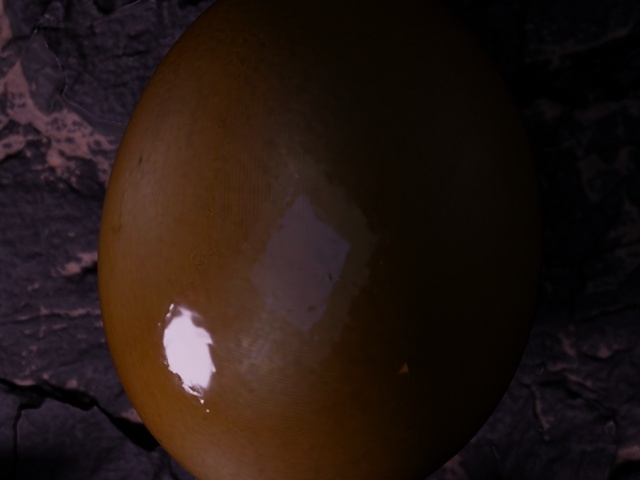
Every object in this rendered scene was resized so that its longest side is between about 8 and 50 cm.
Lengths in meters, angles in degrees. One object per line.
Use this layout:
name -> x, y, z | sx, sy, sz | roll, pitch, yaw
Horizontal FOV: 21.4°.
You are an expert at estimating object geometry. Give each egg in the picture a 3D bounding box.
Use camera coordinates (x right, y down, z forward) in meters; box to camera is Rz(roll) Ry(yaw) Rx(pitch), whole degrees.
egg -> 0.000, 0.000, 1.078 | 0.283, 0.282, 0.351 | 3, 97, 11
